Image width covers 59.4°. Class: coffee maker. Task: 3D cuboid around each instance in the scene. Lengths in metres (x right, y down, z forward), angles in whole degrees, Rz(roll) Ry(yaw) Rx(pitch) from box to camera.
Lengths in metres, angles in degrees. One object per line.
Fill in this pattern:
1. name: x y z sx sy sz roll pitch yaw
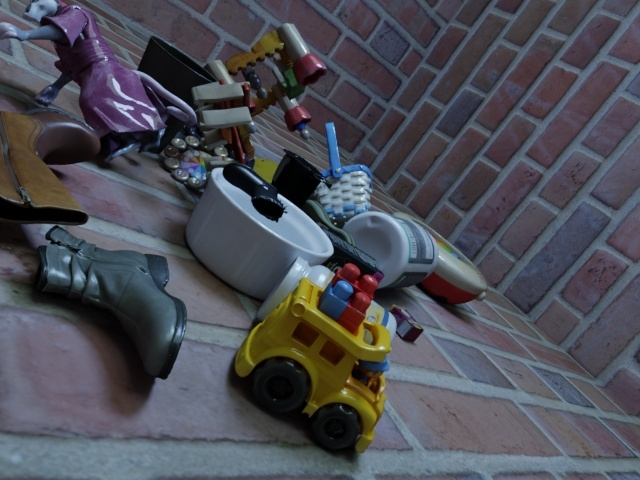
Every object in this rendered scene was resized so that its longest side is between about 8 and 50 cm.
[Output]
1. coffee maker: -0.083 -0.125 1.469 0.120 0.178 0.171 27 15 -30

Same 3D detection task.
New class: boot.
1. boot: -0.392 -0.112 0.797 0.280 0.096 0.264 38 14 35
2. boot: -0.259 0.070 0.667 0.161 0.084 0.246 19 16 -32
3. boot: -0.116 -0.084 0.986 0.121 0.045 0.099 31 18 -24

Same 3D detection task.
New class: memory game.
1. memory game: -0.287 -0.187 1.352 0.186 0.012 0.186 17 46 -19

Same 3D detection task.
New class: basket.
1. basket: -0.380 -0.336 1.344 0.204 0.227 0.154 40 15 18
2. basket: 0.050 -0.166 1.638 0.255 0.200 0.289 75 10 -68

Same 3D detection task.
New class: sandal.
1. sandal: -0.001 0.001 1.439 0.086 0.120 0.303 -1 32 -31

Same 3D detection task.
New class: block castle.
1. block castle: -0.157 -0.379 1.598 0.213 0.302 0.453 60 -10 2

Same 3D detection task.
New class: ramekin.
1. ramekin: -0.124 -0.007 1.081 0.277 0.135 0.277 34 14 -9

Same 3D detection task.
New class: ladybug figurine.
1. ladybug figurine: 0.393 0.075 1.988 0.449 0.162 0.305 45 17 33

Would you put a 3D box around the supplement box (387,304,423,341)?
1. supplement box: 0.202 0.202 1.370 0.055 0.043 0.083 23 19 -46

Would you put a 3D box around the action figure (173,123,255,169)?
1. action figure: -0.316 -0.247 1.496 0.285 0.099 0.185 38 21 22

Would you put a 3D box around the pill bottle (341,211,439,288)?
1. pill bottle: 0.206 0.034 1.591 0.204 0.204 0.361 42 15 23

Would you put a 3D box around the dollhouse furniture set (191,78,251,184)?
1. dollhouse furniture set: -0.195 -0.236 1.230 0.135 0.262 0.259 -11 55 -14

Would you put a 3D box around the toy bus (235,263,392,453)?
1. toy bus: 0.026 0.149 0.784 0.220 0.211 0.149 36 12 -6

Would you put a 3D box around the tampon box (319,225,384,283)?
1. tampon box: 0.037 0.068 1.250 0.161 0.120 0.101 32 14 -18

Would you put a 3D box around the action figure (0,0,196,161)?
1. action figure: -0.441 -0.348 1.100 0.370 0.275 0.248 63 -15 -9

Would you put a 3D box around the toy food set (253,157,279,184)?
1. toy food set: -0.156 -0.176 1.715 0.128 0.071 0.218 -4 34 -32

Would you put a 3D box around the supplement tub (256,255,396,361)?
1. supplement tub: 0.009 0.132 0.930 0.199 0.144 0.144 35 14 -4
